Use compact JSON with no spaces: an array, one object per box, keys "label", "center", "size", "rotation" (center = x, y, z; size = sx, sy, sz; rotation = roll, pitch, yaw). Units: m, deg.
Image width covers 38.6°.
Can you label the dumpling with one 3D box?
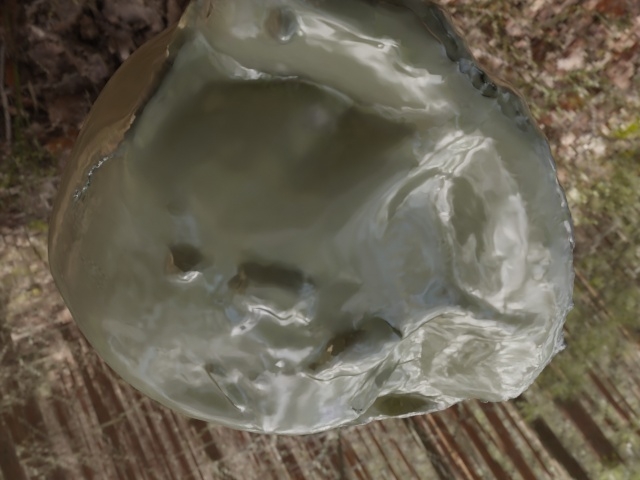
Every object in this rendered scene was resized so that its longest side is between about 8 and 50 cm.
[{"label":"dumpling","center":[0.000,0.000,0.559],"size":[0.316,0.233,0.395],"rotation":[24,139,-3]}]
